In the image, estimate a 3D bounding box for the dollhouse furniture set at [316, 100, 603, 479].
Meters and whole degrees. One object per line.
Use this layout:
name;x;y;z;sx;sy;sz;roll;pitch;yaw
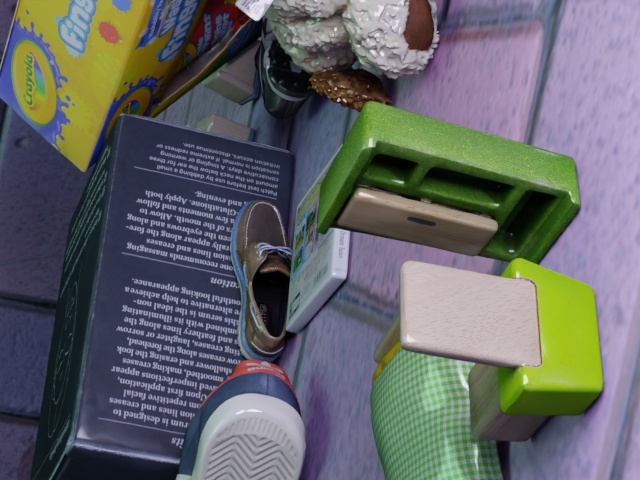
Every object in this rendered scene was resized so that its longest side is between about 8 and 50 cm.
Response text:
dollhouse furniture set;0.051;0.087;1.107;0.301;0.151;0.197;119;157;-50

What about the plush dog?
plush dog;-0.002;-0.236;1.494;0.225;0.210;0.262;76;-170;-68

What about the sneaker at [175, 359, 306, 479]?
sneaker;-0.098;0.272;1.610;0.148;0.131;0.350;-92;24;-63

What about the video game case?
video game case;0.000;0.000;1.632;0.157;0.019;0.143;128;151;-61

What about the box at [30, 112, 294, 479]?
box;-0.183;0.109;1.854;0.293;0.212;0.395;128;151;-59

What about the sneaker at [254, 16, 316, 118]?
sneaker;-0.035;-0.236;1.829;0.106;0.078;0.234;121;157;-58

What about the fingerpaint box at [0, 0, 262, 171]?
fingerpaint box;-0.152;-0.338;1.846;0.371;0.163;0.445;-42;-11;-38

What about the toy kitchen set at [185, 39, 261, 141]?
toy kitchen set;-0.143;-0.162;2.179;0.207;0.122;0.166;-18;59;50

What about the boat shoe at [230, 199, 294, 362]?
boat shoe;-0.052;0.035;1.727;0.066;0.066;0.183;136;133;-57
